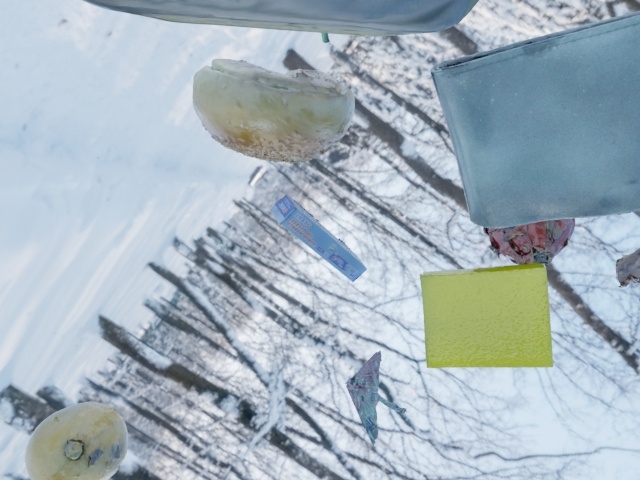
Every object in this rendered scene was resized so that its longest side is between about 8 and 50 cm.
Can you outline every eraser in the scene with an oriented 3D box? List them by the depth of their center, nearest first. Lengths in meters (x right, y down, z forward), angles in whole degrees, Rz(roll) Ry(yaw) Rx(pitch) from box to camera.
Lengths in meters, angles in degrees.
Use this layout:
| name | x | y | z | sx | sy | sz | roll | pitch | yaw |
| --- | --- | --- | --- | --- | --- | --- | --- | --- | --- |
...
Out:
| name | x | y | z | sx | sy | sz | roll | pitch | yaw |
| --- | --- | --- | --- | --- | --- | --- | --- | --- | --- |
| eraser | 0.163 | 0.075 | 0.599 | 0.045 | 0.123 | 0.097 | -24 | 108 | -74 |

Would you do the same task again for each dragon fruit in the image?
| name | x | y | z | sx | sy | sz | roll | pitch | yaw |
| --- | --- | --- | --- | --- | --- | --- | --- | --- | --- |
| dragon fruit | 0.573 | -0.044 | 1.666 | 0.244 | 0.245 | 0.298 | 136 | -36 | -55 |

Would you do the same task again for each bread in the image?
| name | x | y | z | sx | sy | sz | roll | pitch | yaw |
| --- | --- | --- | --- | --- | --- | --- | --- | --- | --- |
| bread | -0.051 | -0.221 | 1.075 | 0.314 | 0.192 | 0.171 | -7 | 118 | -41 |

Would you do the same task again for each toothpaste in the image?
| name | x | y | z | sx | sy | sz | roll | pitch | yaw |
| --- | --- | --- | --- | --- | --- | --- | --- | --- | --- |
| toothpaste | 0.000 | 0.000 | 1.292 | 0.053 | 0.272 | 0.066 | -42 | -137 | 8 |

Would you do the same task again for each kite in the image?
| name | x | y | z | sx | sy | sz | roll | pitch | yaw |
| --- | --- | --- | --- | --- | --- | --- | --- | --- | --- |
| kite | 0.082 | 0.225 | 0.866 | 0.011 | 0.157 | 0.139 | -13 | -125 | 37 |

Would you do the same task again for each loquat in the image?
| name | x | y | z | sx | sy | sz | roll | pitch | yaw |
| --- | --- | --- | --- | --- | --- | --- | --- | --- | --- |
| loquat | -0.425 | 0.366 | 1.059 | 0.172 | 0.149 | 0.204 | -21 | 175 | -25 |

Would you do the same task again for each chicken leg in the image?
| name | x | y | z | sx | sy | sz | roll | pitch | yaw |
| --- | --- | --- | --- | --- | --- | --- | --- | --- | --- |
| chicken leg | 0.617 | 0.078 | 1.098 | 0.304 | 0.093 | 0.113 | -63 | 170 | -73 |

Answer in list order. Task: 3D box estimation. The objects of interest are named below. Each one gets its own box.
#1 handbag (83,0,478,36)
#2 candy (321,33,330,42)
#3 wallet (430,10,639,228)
| name | x | y | z | sx | sy | sz | roll | pitch | yaw |
| --- | --- | --- | --- | --- | --- | --- | --- | --- | --- |
| handbag | -0.021 | -0.257 | 0.307 | 0.222 | 0.263 | 0.240 | 97 | -9 | -58 |
| candy | -0.011 | -0.267 | 0.527 | 0.056 | 0.184 | 0.049 | -20 | -160 | -23 |
| wallet | 0.308 | -0.141 | 0.773 | 0.291 | 0.251 | 0.054 | -9 | -150 | 27 |
